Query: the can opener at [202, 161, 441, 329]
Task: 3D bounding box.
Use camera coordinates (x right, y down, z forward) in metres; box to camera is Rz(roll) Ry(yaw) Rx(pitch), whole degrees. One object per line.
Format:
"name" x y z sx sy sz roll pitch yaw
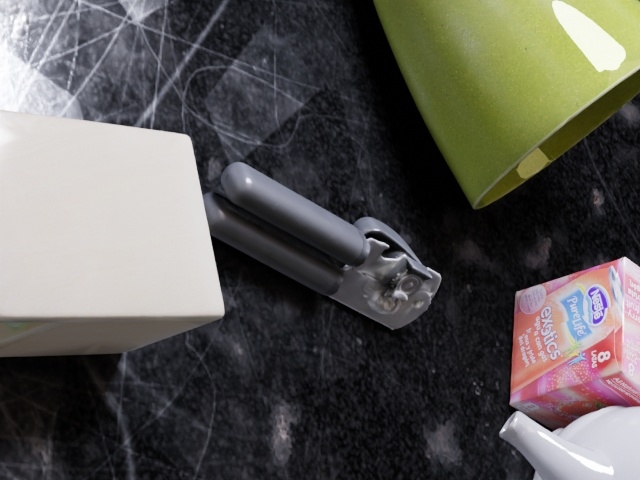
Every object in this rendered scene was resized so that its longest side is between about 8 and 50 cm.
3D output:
"can opener" 0.000 0.000 1.389 0.283 0.076 0.095 29 21 -35

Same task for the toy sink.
"toy sink" -0.207 0.002 1.100 0.234 0.131 0.152 2 72 -52

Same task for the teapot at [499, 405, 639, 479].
"teapot" 0.304 0.260 1.500 0.252 0.187 0.256 -23 135 -29

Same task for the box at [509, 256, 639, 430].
"box" 0.361 0.157 1.630 0.300 0.154 0.142 32 52 -35

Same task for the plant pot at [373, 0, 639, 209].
"plant pot" 0.182 -0.232 1.552 0.293 0.275 0.275 53 40 7
